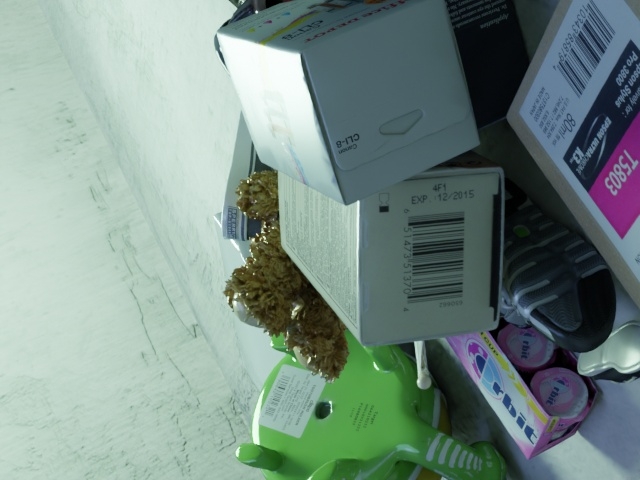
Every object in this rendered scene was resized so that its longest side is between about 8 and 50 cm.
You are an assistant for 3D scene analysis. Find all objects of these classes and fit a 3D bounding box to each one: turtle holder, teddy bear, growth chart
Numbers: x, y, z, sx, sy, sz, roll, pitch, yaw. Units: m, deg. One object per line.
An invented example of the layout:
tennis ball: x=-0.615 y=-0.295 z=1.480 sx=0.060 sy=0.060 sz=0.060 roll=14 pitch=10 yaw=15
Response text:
turtle holder: x=0.076 y=0.239 z=1.481 sx=0.227 sy=0.320 sz=0.243 roll=39 pitch=-140 yaw=-42
teddy bear: x=0.000 y=0.000 z=1.312 sx=0.245 sy=0.338 sz=0.113 roll=46 pitch=130 yaw=-6
growth chart: x=0.113 y=0.045 z=1.269 sx=0.237 sy=0.021 sz=0.172 roll=90 pitch=180 yaw=-46

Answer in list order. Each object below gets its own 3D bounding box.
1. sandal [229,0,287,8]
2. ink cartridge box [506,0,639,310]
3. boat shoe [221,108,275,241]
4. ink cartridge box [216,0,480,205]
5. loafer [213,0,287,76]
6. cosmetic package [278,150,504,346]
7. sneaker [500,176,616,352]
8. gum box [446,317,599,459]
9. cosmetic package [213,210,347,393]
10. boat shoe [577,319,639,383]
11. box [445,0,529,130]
sandal: x=-0.067 y=-0.320 z=1.339 sx=0.303 sy=0.086 sz=0.120 roll=53 pitch=160 yaw=-10
ink cartridge box: x=0.228 y=-0.080 z=0.739 sx=0.193 sy=0.088 sz=0.234 roll=60 pitch=162 yaw=21
boat shoe: x=-0.062 y=-0.105 z=1.513 sx=0.301 sy=0.102 sz=0.108 roll=-85 pitch=0 yaw=-54
ink cartridge box: x=0.020 y=-0.124 z=0.919 sx=0.176 sy=0.128 sz=0.127 roll=31 pitch=143 yaw=60
loafer: x=0.004 y=-0.143 z=1.269 sx=0.302 sy=0.109 sz=0.095 roll=49 pitch=138 yaw=2
cosmetic package: x=0.055 y=-0.026 z=1.076 sx=0.296 sy=0.129 sz=0.153 roll=-132 pitch=39 yaw=-67
sneaker: x=0.200 y=0.048 z=1.046 sx=0.228 sy=0.086 sz=0.132 roll=-118 pitch=8 yaw=-49
gum box: x=0.197 y=0.121 z=1.167 sx=0.188 sy=0.062 sz=0.107 roll=57 pitch=162 yaw=27
cosmetic package: x=-0.027 y=0.120 z=1.710 sx=0.217 sy=0.156 sz=0.385 roll=53 pitch=159 yaw=35
boat shoe: x=0.263 y=0.099 z=0.977 sx=0.125 sy=0.038 sz=0.046 roll=135 pitch=151 yaw=-67
box: x=0.093 y=-0.180 z=1.001 sx=0.156 sy=0.093 sz=0.158 roll=24 pitch=135 yaw=65
